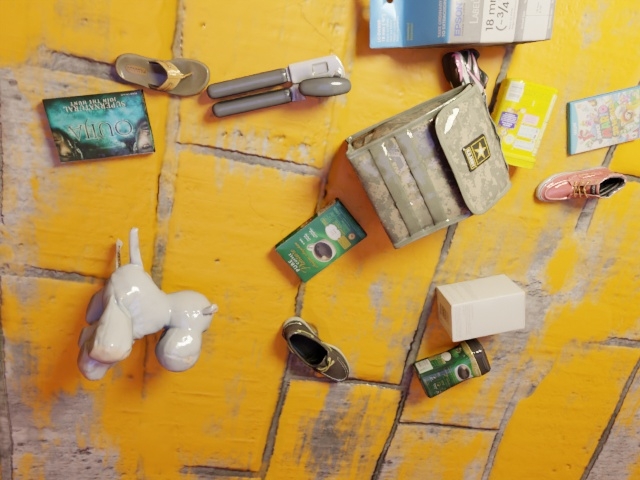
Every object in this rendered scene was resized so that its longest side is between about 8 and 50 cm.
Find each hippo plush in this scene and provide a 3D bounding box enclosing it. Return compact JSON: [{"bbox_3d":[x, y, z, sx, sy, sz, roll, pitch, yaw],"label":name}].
[{"bbox_3d":[-0.368,0.169,1.001,0.237,0.234,0.294,22,64,-32],"label":"hippo plush"}]

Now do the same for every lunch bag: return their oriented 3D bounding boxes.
[{"bbox_3d":[0.228,-0.153,0.928,0.287,0.169,0.235,-24,112,13],"label":"lunch bag"}]

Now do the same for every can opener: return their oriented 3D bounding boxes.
[{"bbox_3d":[-0.083,-0.302,0.896,0.281,0.093,0.074,-11,112,2],"label":"can opener"}]

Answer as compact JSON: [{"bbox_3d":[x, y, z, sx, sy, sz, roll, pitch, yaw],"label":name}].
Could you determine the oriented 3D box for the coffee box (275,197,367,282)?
[{"bbox_3d":[0.000,0.000,1.039,0.184,0.040,0.113,-39,109,7],"label":"coffee box"}]

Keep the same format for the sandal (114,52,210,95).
[{"bbox_3d":[-0.305,-0.320,0.878,0.180,0.049,0.072,7,109,-9],"label":"sandal"}]

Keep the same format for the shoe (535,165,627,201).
[{"bbox_3d":[0.595,-0.124,1.044,0.178,0.081,0.063,-15,111,-1],"label":"shoe"}]

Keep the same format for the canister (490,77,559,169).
[{"bbox_3d":[0.424,-0.250,0.982,0.126,0.073,0.169,10,107,-11],"label":"canister"}]

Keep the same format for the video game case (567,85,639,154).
[{"bbox_3d":[0.640,-0.271,1.031,0.166,0.015,0.119,-13,111,-2],"label":"video game case"}]

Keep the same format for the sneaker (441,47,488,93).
[{"bbox_3d":[0.318,-0.312,0.950,0.077,0.072,0.178,-26,118,-9],"label":"sneaker"}]

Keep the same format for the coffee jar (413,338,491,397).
[{"bbox_3d":[0.341,0.327,1.181,0.185,0.079,0.096,-24,108,3],"label":"coffee jar"}]

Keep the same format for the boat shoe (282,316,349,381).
[{"bbox_3d":[-0.008,0.285,1.128,0.081,0.068,0.228,-42,109,9],"label":"boat shoe"}]

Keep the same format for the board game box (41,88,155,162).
[{"bbox_3d":[-0.436,-0.227,0.909,0.186,0.026,0.126,-8,110,-4],"label":"board game box"}]

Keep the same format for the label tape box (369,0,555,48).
[{"bbox_3d":[0.263,-0.483,0.834,0.334,0.106,0.240,-8,111,-13],"label":"label tape box"}]

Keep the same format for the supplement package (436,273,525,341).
[{"bbox_3d":[0.388,0.162,1.113,0.179,0.105,0.105,-10,111,-2],"label":"supplement package"}]
